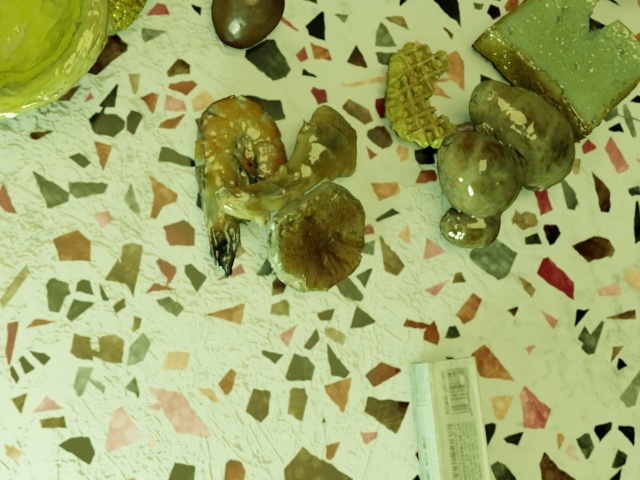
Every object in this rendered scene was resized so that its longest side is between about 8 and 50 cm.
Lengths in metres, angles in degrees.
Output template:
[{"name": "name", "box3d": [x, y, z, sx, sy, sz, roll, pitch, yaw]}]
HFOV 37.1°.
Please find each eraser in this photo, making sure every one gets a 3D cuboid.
[{"name": "eraser", "box3d": [0.229, 0.401, 1.599, 0.098, 0.096, 0.404, -4, 83, -16]}]

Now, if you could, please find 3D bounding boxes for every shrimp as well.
[{"name": "shrimp", "box3d": [-0.132, -0.091, 1.608, 0.164, 0.062, 0.317, 3, 79, -18]}]

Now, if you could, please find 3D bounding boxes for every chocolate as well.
[{"name": "chocolate", "box3d": [-0.127, -0.396, 1.645, 0.124, 0.127, 0.133, 9, 92, 18]}]

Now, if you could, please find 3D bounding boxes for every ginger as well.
[{"name": "ginger", "box3d": [0.305, -0.134, 1.671, 0.304, 0.155, 0.244, -44, 124, -12]}, {"name": "ginger", "box3d": [-0.045, -0.123, 1.595, 0.294, 0.086, 0.131, -33, 116, -28]}]

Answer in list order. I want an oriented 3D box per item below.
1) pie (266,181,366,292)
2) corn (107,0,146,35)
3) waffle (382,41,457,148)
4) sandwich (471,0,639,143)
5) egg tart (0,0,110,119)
[{"name": "pie", "box3d": [0.000, 0.000, 1.598, 0.195, 0.046, 0.195, -11, 110, -32]}, {"name": "corn", "box3d": [-0.301, -0.487, 1.603, 0.119, 0.119, 0.322, 24, 81, -9]}, {"name": "waffle", "box3d": [0.184, -0.259, 1.718, 0.149, 0.051, 0.194, 12, 73, -20]}, {"name": "sandwich", "box3d": [0.461, -0.349, 1.779, 0.273, 0.095, 0.249, 46, 70, -2]}, {"name": "egg tart", "box3d": [-0.480, -0.332, 1.497, 0.345, 0.132, 0.345, -2, 78, 9]}]
